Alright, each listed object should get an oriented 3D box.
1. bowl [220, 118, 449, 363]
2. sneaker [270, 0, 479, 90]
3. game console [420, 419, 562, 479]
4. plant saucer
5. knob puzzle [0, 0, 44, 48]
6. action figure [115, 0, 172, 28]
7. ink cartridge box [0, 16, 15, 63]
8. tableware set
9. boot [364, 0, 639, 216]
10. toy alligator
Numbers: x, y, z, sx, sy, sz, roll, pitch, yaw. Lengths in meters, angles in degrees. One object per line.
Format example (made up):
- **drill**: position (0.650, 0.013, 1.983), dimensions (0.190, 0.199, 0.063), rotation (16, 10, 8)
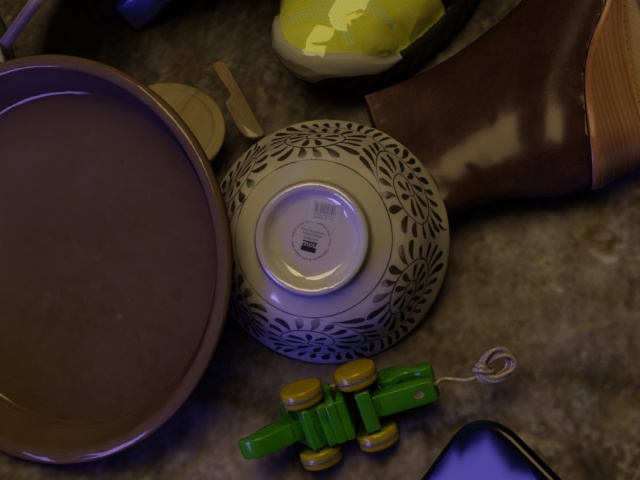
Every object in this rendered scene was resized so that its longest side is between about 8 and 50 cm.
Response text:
- **bowl**: position (0.000, 0.000, 1.081), dimensions (0.170, 0.080, 0.170), rotation (0, 89, 7)
- **sneaker**: position (0.089, -0.278, 1.244), dimensions (0.145, 0.147, 0.385), rotation (31, 70, 26)
- **game console**: position (0.083, 0.290, 0.830), dimensions (0.250, 0.173, 0.293), rotation (-36, 67, -23)
- **plant saucer**: position (-0.178, 0.013, 1.106), dimensions (0.277, 0.041, 0.278), rotation (1, 93, 23)
- **knob puzzle**: position (-0.197, -0.235, 1.255), dimensions (0.030, 0.213, 0.213), rotation (35, 65, -14)
- **action figure**: position (-0.072, -0.334, 1.252), dimensions (0.341, 0.178, 0.330), rotation (-37, 24, 24)
- **ink cartridge box**: position (-0.381, -0.078, 1.273), dimensions (0.303, 0.072, 0.307), rotation (-22, 57, -2)
- **tableware set**: position (-0.092, -0.034, 1.196), dimensions (0.128, 0.039, 0.194), rotation (-21, 61, -15)
- **boot**: position (0.129, -0.136, 1.176), dimensions (0.206, 0.090, 0.248), rotation (-15, 59, 0)
- **toy alligator**: position (0.036, 0.103, 1.072), dimensions (0.189, 0.056, 0.051), rotation (-19, 15, 0)
